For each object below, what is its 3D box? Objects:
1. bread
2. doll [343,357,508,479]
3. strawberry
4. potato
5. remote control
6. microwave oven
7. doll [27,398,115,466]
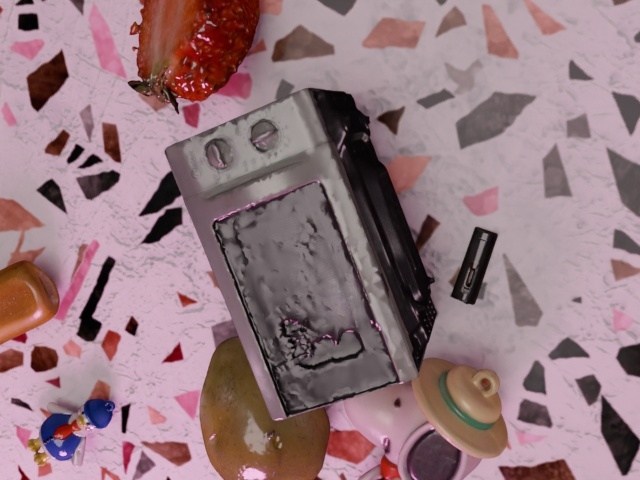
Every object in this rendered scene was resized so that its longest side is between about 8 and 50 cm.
[{"bbox_3d":[-0.455,0.105,1.083,0.239,0.074,0.093,-25,92,17],"label":"bread"},{"bbox_3d":[0.119,0.270,0.943,0.208,0.144,0.272,2,99,36],"label":"doll"},{"bbox_3d":[-0.128,-0.265,0.918,0.175,0.106,0.236,41,111,43],"label":"strawberry"},{"bbox_3d":[-0.071,0.210,0.975,0.157,0.157,0.194,-16,83,17],"label":"potato"},{"bbox_3d":[0.179,0.031,0.931,0.034,0.016,0.091,20,104,15],"label":"remote control"},{"bbox_3d":[0.000,0.000,0.856,0.181,0.237,0.295,-21,94,16],"label":"microwave oven"},{"bbox_3d":[-0.337,0.258,1.093,0.142,0.057,0.099,-32,77,13],"label":"doll"}]
